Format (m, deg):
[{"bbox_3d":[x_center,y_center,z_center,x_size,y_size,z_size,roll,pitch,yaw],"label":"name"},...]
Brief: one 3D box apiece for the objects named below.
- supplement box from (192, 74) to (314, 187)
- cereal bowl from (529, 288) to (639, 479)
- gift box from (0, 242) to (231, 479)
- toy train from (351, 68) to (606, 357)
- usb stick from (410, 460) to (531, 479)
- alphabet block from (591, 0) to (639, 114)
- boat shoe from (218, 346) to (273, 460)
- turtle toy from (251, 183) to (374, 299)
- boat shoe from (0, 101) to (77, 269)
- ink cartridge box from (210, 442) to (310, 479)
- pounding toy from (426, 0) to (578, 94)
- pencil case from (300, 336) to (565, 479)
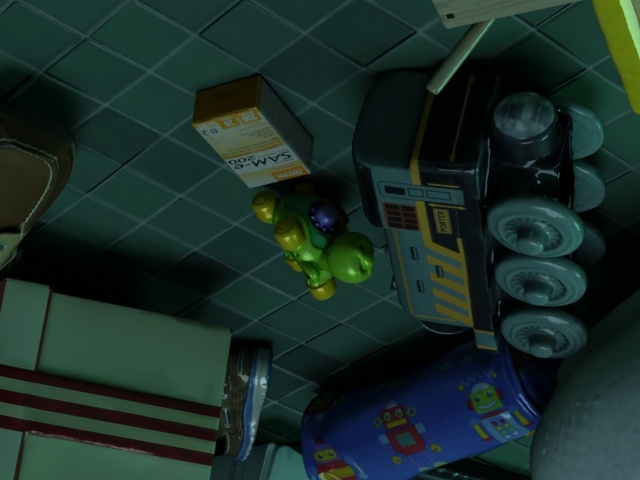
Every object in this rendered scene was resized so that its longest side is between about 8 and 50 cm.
[{"bbox_3d":[-0.055,-0.089,1.284,0.062,0.036,0.098,-13,144,25],"label":"supplement box"},{"bbox_3d":[0.318,0.128,1.405,0.339,0.141,0.339,-34,160,-14],"label":"cereal bowl"},{"bbox_3d":[-0.251,0.163,1.507,0.258,0.276,0.255,11,159,-18],"label":"gift box"},{"bbox_3d":[0.137,-0.015,1.301,0.190,0.142,0.334,8,151,16],"label":"toy train"},{"bbox_3d":[0.171,0.289,1.830,0.278,0.045,0.077,17,151,-19],"label":"usb stick"},{"bbox_3d":[0.252,-0.217,0.912,0.192,0.197,0.193,-11,144,21],"label":"alphabet block"},{"bbox_3d":[-0.094,0.170,1.667,0.066,0.066,0.183,11,136,-2],"label":"boat shoe"},{"bbox_3d":[0.000,0.000,1.353,0.066,0.130,0.095,-36,131,-4],"label":"turtle toy"},{"bbox_3d":[-0.311,-0.006,1.345,0.123,0.120,0.324,22,146,-24],"label":"boat shoe"},{"bbox_3d":[-0.089,0.355,1.850,0.211,0.121,0.289,33,144,-30],"label":"ink cartridge box"},{"bbox_3d":[0.118,-0.190,1.017,0.130,0.141,0.100,-10,145,20],"label":"pounding toy"},{"bbox_3d":[0.117,0.176,1.595,0.306,0.119,0.133,-26,180,37],"label":"pencil case"}]
